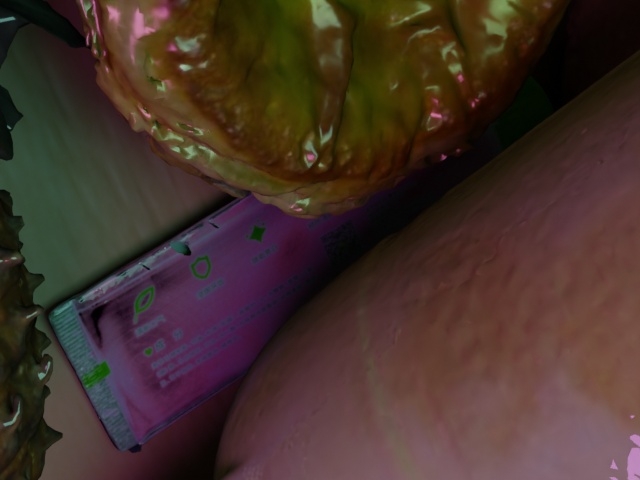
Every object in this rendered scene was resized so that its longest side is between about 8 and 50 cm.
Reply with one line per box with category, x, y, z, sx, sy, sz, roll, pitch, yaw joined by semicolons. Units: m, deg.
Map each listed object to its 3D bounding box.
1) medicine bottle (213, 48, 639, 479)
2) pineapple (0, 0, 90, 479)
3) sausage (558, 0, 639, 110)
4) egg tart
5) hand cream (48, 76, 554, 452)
medicine bottle;0.099;0.092;0.641;0.406;0.235;0.236;-37;130;27
pineapple;-0.169;-0.039;0.541;0.170;0.141;0.310;-6;96;-29
sausage;0.198;-0.043;0.776;0.152;0.152;0.279;-6;103;-34
egg tart;0.006;-0.152;0.625;0.295;0.116;0.294;-21;124;-36
hand cream;0.001;0.000;0.719;0.275;0.050;0.079;-32;91;-20
